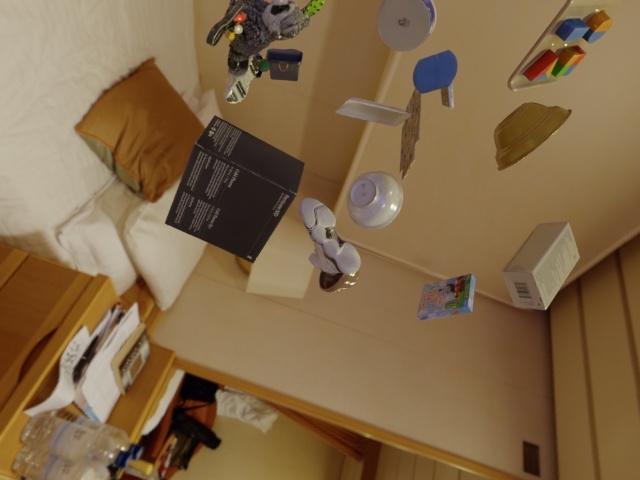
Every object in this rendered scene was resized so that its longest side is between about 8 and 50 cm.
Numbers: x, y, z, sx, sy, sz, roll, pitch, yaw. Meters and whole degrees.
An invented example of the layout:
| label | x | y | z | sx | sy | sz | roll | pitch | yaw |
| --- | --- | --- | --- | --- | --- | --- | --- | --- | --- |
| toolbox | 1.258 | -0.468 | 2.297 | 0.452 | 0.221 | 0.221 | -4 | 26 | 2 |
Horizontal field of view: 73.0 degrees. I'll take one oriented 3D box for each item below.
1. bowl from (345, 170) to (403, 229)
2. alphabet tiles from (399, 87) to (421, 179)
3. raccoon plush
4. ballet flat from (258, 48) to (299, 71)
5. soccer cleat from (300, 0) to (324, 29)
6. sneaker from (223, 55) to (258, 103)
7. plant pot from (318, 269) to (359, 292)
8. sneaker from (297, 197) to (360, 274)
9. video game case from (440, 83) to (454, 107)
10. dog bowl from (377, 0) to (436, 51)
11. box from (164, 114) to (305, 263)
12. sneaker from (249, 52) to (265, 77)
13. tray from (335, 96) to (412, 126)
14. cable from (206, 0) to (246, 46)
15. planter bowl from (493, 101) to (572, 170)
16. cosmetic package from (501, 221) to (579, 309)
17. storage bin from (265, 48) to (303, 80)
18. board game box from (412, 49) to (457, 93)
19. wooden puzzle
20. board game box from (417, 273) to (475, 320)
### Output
| label | x | y | z | sx | sy | sz | roll | pitch | yaw |
| --- | --- | --- | --- | --- | --- | --- | --- | --- | --- |
| bowl | 0.233 | -0.209 | 2.067 | 0.134 | 0.297 | 0.298 | 20 | 90 | -57 |
| alphabet tiles | 0.368 | -0.442 | 1.784 | 0.285 | 0.011 | 0.343 | 104 | -8 | -73 |
| raccoon plush | -0.210 | -0.816 | 1.775 | 0.446 | 0.299 | 0.216 | 111 | 4 | -69 |
| ballet flat | -0.186 | -0.825 | 1.983 | 0.067 | 0.206 | 0.073 | -85 | 162 | -74 |
| soccer cleat | -0.055 | -1.005 | 1.895 | 0.179 | 0.060 | 0.072 | -36 | -128 | 32 |
| sneaker | -0.404 | -0.776 | 2.093 | 0.110 | 0.118 | 0.292 | 73 | 33 | -57 |
| plant pot | 0.104 | 0.149 | 2.006 | 0.237 | 0.109 | 0.237 | -45 | -155 | 28 |
| sneaker | 0.000 | 0.000 | 1.823 | 0.137 | 0.366 | 0.210 | -40 | -172 | -29 |
| video game case | 0.572 | -0.698 | 1.970 | 0.190 | 0.022 | 0.173 | -79 | 159 | -69 |
| dog bowl | 0.406 | -1.043 | 2.050 | 0.104 | 0.264 | 0.265 | -54 | 169 | -43 |
| box | -0.268 | -0.146 | 1.354 | 0.343 | 0.312 | 0.179 | -52 | -162 | 39 |
| sneaker | -0.374 | -1.027 | 2.355 | 0.182 | 0.127 | 0.316 | 48 | -19 | 48 |
| tray | 0.205 | -0.503 | 1.680 | 0.145 | 0.270 | 0.030 | 173 | -76 | -72 |
| cable | -0.304 | -0.727 | 1.464 | 0.139 | 0.072 | 0.287 | -48 | -158 | 28 |
| planter bowl | 0.517 | -0.288 | 1.114 | 0.217 | 0.090 | 0.217 | -43 | -179 | 1 |
| cosmetic package | 0.766 | 0.081 | 1.497 | 0.309 | 0.160 | 0.113 | -38 | -160 | -32 |
| storage bin | -0.135 | -0.655 | 1.636 | 0.091 | 0.135 | 0.098 | 94 | -2 | -52 |
| board game box | 0.418 | -0.602 | 1.564 | 0.033 | 0.168 | 0.133 | 5 | 81 | -52 |
| wooden puzzle | 0.847 | -0.672 | 1.482 | 0.322 | 0.081 | 0.348 | -19 | 150 | -30 |
| board game box | 0.478 | 0.217 | 1.649 | 0.211 | 0.039 | 0.160 | -22 | -148 | 40 |
